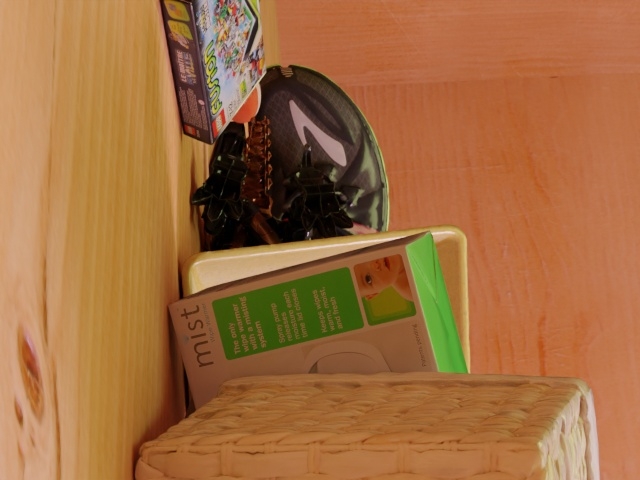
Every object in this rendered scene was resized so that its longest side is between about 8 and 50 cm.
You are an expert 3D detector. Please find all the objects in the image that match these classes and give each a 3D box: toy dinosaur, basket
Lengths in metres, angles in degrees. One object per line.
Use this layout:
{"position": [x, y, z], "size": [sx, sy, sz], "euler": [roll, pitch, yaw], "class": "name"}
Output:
{"position": [-0.082, 0.000, 1.809], "size": [0.218, 0.164, 0.322], "euler": [112, -38, -55], "class": "toy dinosaur"}
{"position": [0.051, 0.282, 1.279], "size": [0.266, 0.331, 0.328], "euler": [-19, 107, -76], "class": "basket"}

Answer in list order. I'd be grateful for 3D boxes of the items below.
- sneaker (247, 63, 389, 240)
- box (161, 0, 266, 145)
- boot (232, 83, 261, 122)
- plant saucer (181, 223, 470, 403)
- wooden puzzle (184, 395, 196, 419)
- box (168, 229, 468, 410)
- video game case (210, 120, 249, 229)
{"position": [0.000, 0.000, 2.107], "size": [0.202, 0.185, 0.483], "euler": [21, 57, -80], "class": "sneaker"}
{"position": [-0.101, -0.200, 1.589], "size": [0.114, 0.036, 0.207], "euler": [-57, 159, -29], "class": "box"}
{"position": [-0.111, -0.181, 1.986], "size": [0.158, 0.059, 0.085], "euler": [72, 16, -53], "class": "boot"}
{"position": [-0.001, 0.159, 1.679], "size": [0.081, 0.333, 0.333], "euler": [7, -78, 59], "class": "plant saucer"}
{"position": [-0.094, 0.160, 1.559], "size": [0.078, 0.014, 0.116], "euler": [40, 59, -30], "class": "wooden puzzle"}
{"position": [0.015, 0.147, 1.476], "size": [0.127, 0.231, 0.262], "euler": [-22, 98, -75], "class": "box"}
{"position": [-0.109, 0.006, 2.095], "size": [0.248, 0.035, 0.275], "euler": [-88, 174, -74], "class": "video game case"}
